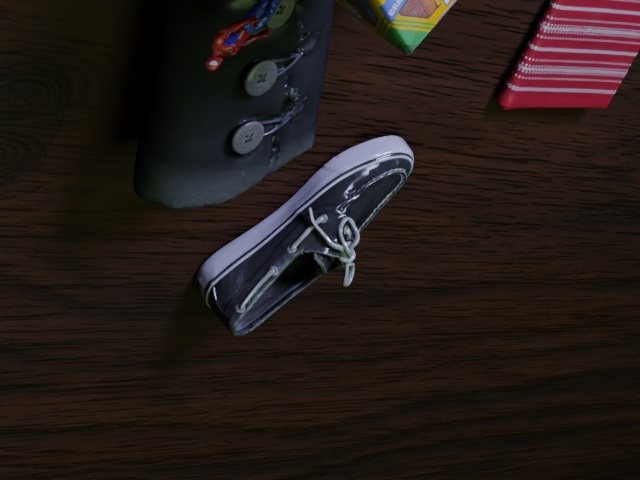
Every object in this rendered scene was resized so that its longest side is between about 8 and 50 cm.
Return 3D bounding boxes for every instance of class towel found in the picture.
[{"bbox_3d":[0.340,-0.274,2.011,0.199,0.031,0.275,-4,132,-39],"label":"towel"}]

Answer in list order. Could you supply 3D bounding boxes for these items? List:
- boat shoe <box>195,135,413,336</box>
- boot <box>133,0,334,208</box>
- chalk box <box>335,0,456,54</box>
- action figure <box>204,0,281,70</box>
[{"bbox_3d":[-0.001,-0.002,1.935,0.306,0.105,0.113,-34,148,-7],"label":"boat shoe"},{"bbox_3d":[-0.133,-0.212,1.529,0.367,0.146,0.445,-16,146,-28],"label":"boot"},{"bbox_3d":[0.044,-0.281,1.377,0.132,0.132,0.213,-49,154,-2],"label":"chalk box"},{"bbox_3d":[-0.061,-0.194,1.457,0.115,0.030,0.038,-43,158,3],"label":"action figure"}]
